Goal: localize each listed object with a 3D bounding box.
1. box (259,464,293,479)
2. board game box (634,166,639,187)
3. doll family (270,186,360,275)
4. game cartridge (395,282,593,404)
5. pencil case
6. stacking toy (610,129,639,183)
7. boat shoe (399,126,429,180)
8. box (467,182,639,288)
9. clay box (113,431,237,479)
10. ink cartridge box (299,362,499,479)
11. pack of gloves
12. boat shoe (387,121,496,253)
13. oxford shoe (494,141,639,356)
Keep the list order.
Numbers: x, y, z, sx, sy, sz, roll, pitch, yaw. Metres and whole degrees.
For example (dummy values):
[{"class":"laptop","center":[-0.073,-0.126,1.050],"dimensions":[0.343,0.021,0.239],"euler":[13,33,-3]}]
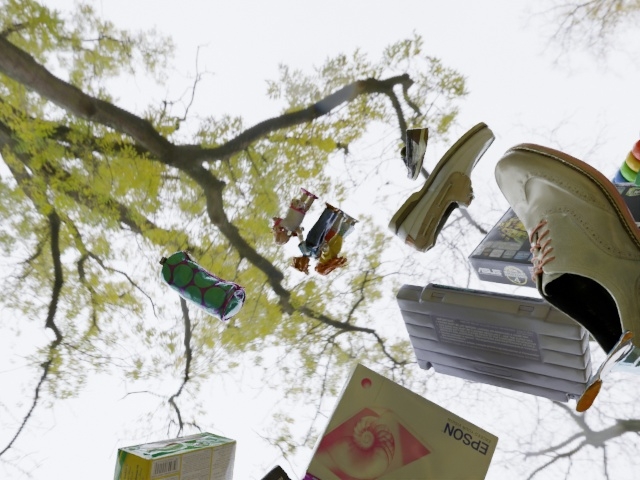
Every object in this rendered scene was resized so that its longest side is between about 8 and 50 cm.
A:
[{"class":"box","center":[-0.087,0.589,0.873],"dimensions":[0.312,0.179,0.343],"euler":[39,-146,19]},{"class":"board game box","center":[0.528,-0.027,0.592],"dimensions":[0.317,0.213,0.046],"euler":[11,-82,-21]},{"class":"doll family","center":[0.000,0.000,1.295],"dimensions":[0.118,0.263,0.163],"euler":[34,-85,32]},{"class":"game cartridge","center":[0.334,0.194,1.126],"dimensions":[0.068,0.355,0.230],"euler":[-46,-51,-40]},{"class":"pencil case","center":[-0.197,0.073,0.966],"dimensions":[0.151,0.064,0.070],"euler":[29,-83,23]},{"class":"stacking toy","center":[0.880,-0.199,1.590],"dimensions":[0.141,0.330,0.141],"euler":[-4,-130,4]},{"class":"boat shoe","center":[0.182,-0.173,1.142],"dimensions":[0.049,0.152,0.056],"euler":[13,-120,7]},{"class":"box","center":[0.602,-0.011,1.380],"dimensions":[0.318,0.395,0.097],"euler":[-46,-62,-24]},{"class":"clay box","center":[-0.154,0.316,0.578],"dimensions":[0.127,0.053,0.222],"euler":[16,-101,-56]},{"class":"ink cartridge box","center":[0.142,0.460,1.128],"dimensions":[0.324,0.071,0.330],"euler":[27,-115,4]},{"class":"pack of gloves","center":[0.330,0.083,0.564],"dimensions":[0.046,0.232,0.195],"euler":[36,-80,27]},{"class":"boat shoe","center":[0.278,-0.107,1.230],"dimensions":[0.103,0.113,0.302],"euler":[43,-76,22]},{"class":"oxford shoe","center":[0.356,0.002,0.824],"dimensions":[0.146,0.140,0.397],"euler":[-19,-131,-15]}]
